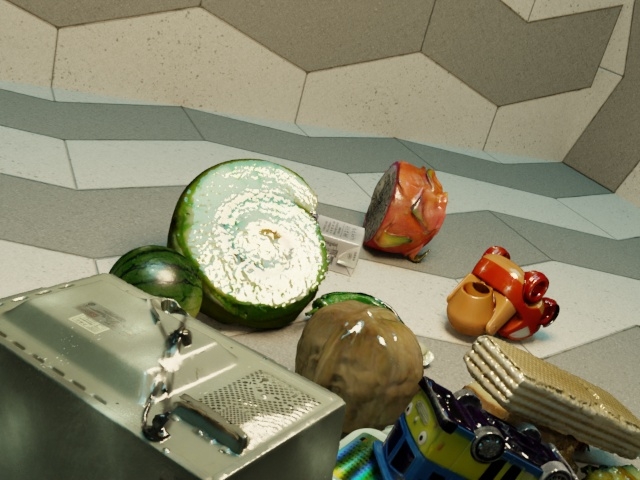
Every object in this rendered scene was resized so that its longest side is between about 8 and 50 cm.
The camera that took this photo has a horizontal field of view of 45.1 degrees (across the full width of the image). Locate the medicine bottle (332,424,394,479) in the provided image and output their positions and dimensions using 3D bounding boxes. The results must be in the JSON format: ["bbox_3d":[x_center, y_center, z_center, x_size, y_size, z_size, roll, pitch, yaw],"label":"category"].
[{"bbox_3d":[0.074,0.373,1.248,0.121,0.083,0.228,35,29,23],"label":"medicine bottle"}]

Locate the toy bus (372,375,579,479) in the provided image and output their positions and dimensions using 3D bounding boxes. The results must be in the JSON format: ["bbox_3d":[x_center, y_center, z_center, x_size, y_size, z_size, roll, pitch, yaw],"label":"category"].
[{"bbox_3d":[0.244,0.352,1.197,0.287,0.175,0.138,30,13,-18],"label":"toy bus"}]

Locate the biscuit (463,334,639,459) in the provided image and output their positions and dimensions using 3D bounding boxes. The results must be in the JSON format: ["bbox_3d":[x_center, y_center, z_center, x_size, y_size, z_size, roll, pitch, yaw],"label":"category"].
[{"bbox_3d":[0.430,0.285,1.361,0.426,0.079,0.144,25,15,-35],"label":"biscuit"}]

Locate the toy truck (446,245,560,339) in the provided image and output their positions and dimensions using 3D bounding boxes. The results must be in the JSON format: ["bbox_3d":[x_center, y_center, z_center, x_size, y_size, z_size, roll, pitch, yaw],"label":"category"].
[{"bbox_3d":[0.432,0.161,1.899,0.189,0.239,0.265,40,-8,45],"label":"toy truck"}]

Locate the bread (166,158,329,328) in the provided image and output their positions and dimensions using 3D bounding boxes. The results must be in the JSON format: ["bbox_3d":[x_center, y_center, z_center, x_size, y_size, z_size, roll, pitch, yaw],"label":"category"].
[{"bbox_3d":[-0.147,0.002,1.698,0.366,0.129,0.382,39,61,3],"label":"bread"}]

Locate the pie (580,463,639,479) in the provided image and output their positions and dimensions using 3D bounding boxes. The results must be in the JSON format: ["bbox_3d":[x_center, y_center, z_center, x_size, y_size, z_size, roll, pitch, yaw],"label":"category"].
[{"bbox_3d":[0.653,0.489,1.369,0.371,0.078,0.296,5,24,-21],"label":"pie"}]

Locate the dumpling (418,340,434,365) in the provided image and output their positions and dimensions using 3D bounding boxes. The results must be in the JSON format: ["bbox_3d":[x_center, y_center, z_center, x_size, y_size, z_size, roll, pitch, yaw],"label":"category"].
[{"bbox_3d":[0.204,0.249,1.694,0.076,0.057,0.052,40,-17,-6],"label":"dumpling"}]

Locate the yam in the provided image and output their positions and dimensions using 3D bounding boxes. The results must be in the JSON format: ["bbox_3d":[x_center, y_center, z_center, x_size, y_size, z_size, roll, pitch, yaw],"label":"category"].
[{"bbox_3d":[0.369,0.351,1.448,0.128,0.129,0.238,29,13,-38],"label":"yam"}]

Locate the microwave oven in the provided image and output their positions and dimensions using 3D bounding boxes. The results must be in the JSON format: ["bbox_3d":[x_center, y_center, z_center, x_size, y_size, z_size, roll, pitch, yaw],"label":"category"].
[{"bbox_3d":[-0.227,0.263,0.949,0.431,0.375,0.236,23,24,30],"label":"microwave oven"}]

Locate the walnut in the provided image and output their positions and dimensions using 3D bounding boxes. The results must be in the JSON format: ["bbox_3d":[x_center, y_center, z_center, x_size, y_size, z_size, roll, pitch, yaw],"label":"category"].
[{"bbox_3d":[0.071,0.227,1.410,0.248,0.249,0.248,13,22,-6],"label":"walnut"}]

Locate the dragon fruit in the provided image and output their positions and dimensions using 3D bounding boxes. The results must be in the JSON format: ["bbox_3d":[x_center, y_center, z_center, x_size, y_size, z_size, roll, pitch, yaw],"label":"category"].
[{"bbox_3d":[0.252,-0.088,2.212,0.189,0.291,0.291,18,21,-12],"label":"dragon fruit"}]

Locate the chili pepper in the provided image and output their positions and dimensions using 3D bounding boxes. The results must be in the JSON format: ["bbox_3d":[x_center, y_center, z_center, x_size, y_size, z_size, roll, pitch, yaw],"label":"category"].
[{"bbox_3d":[0.058,0.163,1.759,0.278,0.065,0.122,6,20,-32],"label":"chili pepper"}]

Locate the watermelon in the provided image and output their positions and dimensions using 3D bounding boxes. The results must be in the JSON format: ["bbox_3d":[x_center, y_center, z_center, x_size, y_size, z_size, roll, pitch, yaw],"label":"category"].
[{"bbox_3d":[-0.335,0.101,1.489,0.214,0.188,0.188,5,24,-32],"label":"watermelon"}]

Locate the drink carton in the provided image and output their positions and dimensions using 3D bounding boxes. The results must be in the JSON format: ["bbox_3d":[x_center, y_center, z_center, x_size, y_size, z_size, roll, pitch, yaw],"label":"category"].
[{"bbox_3d":[0.001,0.000,2.064,0.222,0.102,0.134,16,20,2],"label":"drink carton"}]

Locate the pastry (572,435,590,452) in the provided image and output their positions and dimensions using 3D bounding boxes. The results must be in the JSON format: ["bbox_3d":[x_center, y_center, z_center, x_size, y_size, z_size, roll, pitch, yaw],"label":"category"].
[{"bbox_3d":[0.527,0.367,1.588,0.087,0.063,0.169,24,23,14],"label":"pastry"}]
